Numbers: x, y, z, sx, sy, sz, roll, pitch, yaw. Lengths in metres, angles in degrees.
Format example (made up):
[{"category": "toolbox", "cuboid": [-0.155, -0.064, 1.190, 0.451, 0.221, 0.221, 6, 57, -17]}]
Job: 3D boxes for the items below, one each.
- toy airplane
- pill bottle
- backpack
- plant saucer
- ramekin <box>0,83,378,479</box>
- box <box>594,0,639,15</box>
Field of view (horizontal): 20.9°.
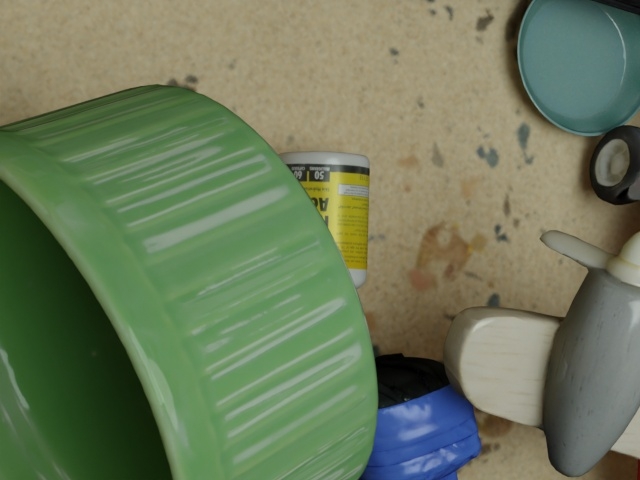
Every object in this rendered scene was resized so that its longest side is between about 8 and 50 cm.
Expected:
[{"category": "toy airplane", "cuboid": [0.302, 0.102, 1.173, 0.386, 0.272, 0.384, -38, 107, -26]}, {"category": "pill bottle", "cuboid": [0.000, 0.000, 1.163, 0.065, 0.065, 0.116, 2, 88, -24]}, {"category": "backpack", "cuboid": [0.053, 0.127, 1.153, 0.098, 0.120, 0.101, -23, 98, -24]}, {"category": "plant saucer", "cuboid": [0.191, -0.136, 1.276, 0.119, 0.021, 0.119, 0, 89, -25]}, {"category": "ramekin", "cuboid": [-0.104, 0.058, 0.995, 0.148, 0.303, 0.303, -26, 99, -31]}, {"category": "box", "cuboid": [0.275, -0.284, 1.174, 0.293, 0.295, 0.073, 14, 40, -18]}]
